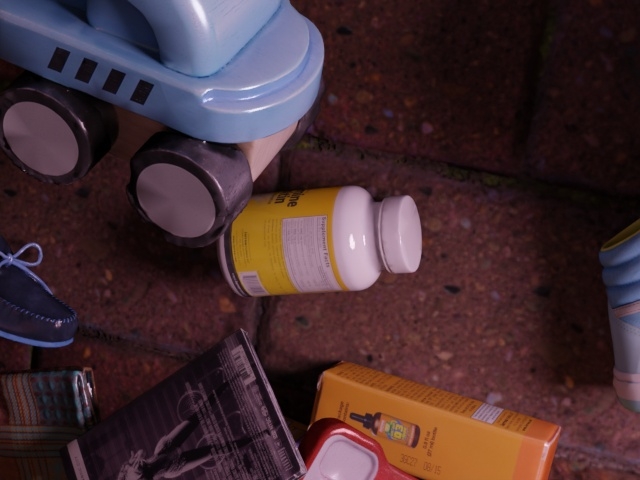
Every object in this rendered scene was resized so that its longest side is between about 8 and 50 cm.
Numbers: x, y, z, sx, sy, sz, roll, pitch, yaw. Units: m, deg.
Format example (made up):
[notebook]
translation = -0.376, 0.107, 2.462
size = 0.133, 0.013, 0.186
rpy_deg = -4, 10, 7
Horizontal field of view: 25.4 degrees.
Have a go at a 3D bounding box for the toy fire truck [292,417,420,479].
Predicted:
[toy fire truck]
translation = 0.020, 0.342, 1.313
size = 0.254, 0.169, 0.302
rpy_deg = 33, 87, -21

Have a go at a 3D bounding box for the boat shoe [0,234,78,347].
[boat shoe]
translation = -0.369, 0.029, 1.511
size = 0.258, 0.109, 0.089
rpy_deg = 25, 103, 12

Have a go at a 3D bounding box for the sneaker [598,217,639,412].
[sneaker]
translation = 0.390, 0.025, 1.229
size = 0.319, 0.127, 0.208
rpy_deg = -14, 95, 20

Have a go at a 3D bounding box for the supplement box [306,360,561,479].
[supplement box]
translation = 0.109, 0.188, 1.383
size = 0.233, 0.080, 0.078
rpy_deg = 16, 103, 15

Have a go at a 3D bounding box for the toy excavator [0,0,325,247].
[toy excavator]
translation = -0.188, -0.278, 1.241
size = 0.433, 0.222, 0.445
rpy_deg = 23, 132, 13

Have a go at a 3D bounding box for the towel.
[towel]
translation = -0.315, 0.316, 1.462
size = 0.272, 0.040, 0.370
rpy_deg = -6, 97, 28

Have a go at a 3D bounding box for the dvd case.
[dvd case]
translation = -0.132, 0.205, 1.310
size = 0.221, 0.018, 0.164
rpy_deg = -34, 54, 10

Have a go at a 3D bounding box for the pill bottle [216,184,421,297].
[pill bottle]
translation = 0.000, 0.000, 1.374
size = 0.184, 0.103, 0.103
rpy_deg = -4, 98, 20

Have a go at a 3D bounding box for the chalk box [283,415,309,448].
[chalk box]
translation = -0.084, 0.259, 1.389
size = 0.132, 0.213, 0.132
rpy_deg = 19, 104, 17
